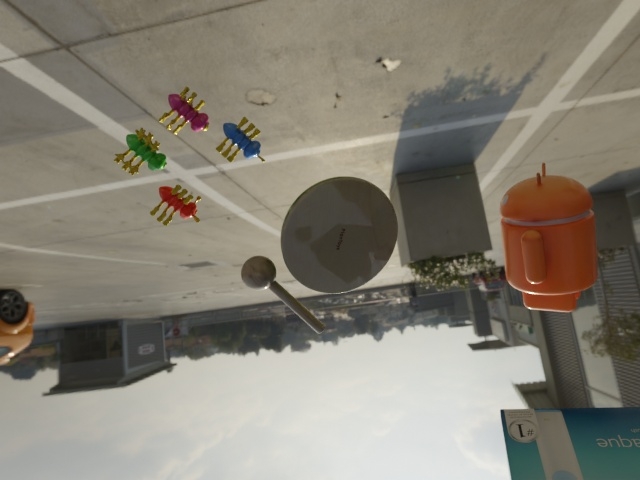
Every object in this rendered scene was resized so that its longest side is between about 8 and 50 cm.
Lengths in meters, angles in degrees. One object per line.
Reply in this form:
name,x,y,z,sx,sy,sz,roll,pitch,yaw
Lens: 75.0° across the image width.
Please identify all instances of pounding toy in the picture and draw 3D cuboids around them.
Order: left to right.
pounding toy,0.000,0.000,0.662,0.183,0.236,0.110,38,-174,-26

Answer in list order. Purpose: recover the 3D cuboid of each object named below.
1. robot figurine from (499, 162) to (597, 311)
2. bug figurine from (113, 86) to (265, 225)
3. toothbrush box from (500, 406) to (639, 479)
robot figurine,0.344,-0.004,0.634,0.158,0.219,0.128,-15,-165,-11
bug figurine,-0.260,-0.172,0.838,0.279,0.216,0.072,-40,-158,11
toothbrush box,0.301,0.306,0.380,0.217,0.126,0.295,-9,-158,20
